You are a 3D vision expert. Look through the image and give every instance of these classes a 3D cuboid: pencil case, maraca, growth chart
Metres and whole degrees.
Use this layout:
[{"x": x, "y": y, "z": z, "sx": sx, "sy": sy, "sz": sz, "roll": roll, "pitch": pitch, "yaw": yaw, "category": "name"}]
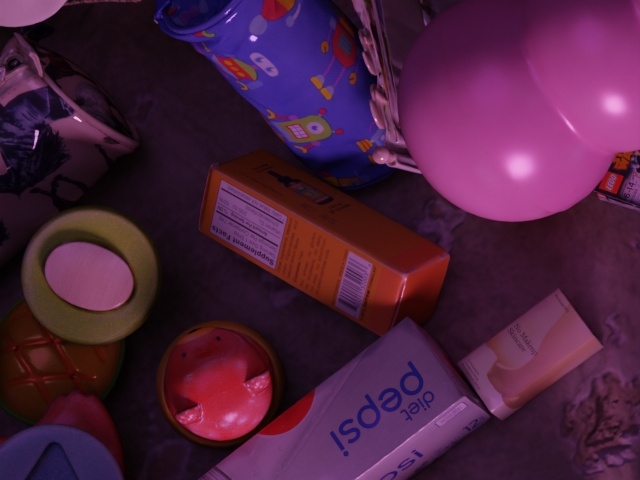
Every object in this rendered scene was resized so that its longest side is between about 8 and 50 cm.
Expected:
[{"x": -0.031, "y": -0.162, "z": 1.715, "sx": 0.133, "sy": 0.306, "sz": 0.119, "roll": -17, "pitch": 54, "yaw": 27, "category": "pencil case"}, {"x": -0.384, "y": -0.033, "z": 1.875, "sx": 0.410, "sy": 0.183, "sz": 0.160, "roll": -40, "pitch": 41, "yaw": 6, "category": "pencil case"}, {"x": -0.245, "y": 0.092, "z": 1.829, "sx": 0.127, "sy": 0.099, "sz": 0.185, "roll": 26, "pitch": 71, "yaw": 1, "category": "maraca"}, {"x": 0.073, "y": -0.167, "z": 1.748, "sx": 0.021, "sy": 0.172, "sz": 0.237, "roll": -15, "pitch": 71, "yaw": 27, "category": "growth chart"}]

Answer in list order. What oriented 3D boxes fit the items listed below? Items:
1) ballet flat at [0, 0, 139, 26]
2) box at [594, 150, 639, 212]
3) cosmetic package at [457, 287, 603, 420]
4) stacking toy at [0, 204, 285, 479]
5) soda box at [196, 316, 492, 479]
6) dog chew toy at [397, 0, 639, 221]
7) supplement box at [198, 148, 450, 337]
[{"x": -0.305, "y": -0.277, "z": 1.844, "sx": 0.483, "sy": 0.164, "sz": 0.182, "roll": 3, "pitch": 47, "yaw": 46, "category": "ballet flat"}, {"x": 0.315, "y": -0.087, "z": 1.704, "sx": 0.094, "sy": 0.027, "sz": 0.137, "roll": 20, "pitch": 82, "yaw": 26, "category": "box"}, {"x": 0.186, "y": 0.101, "z": 1.687, "sx": 0.115, "sy": 0.041, "sz": 0.060, "roll": -39, "pitch": 64, "yaw": 6, "category": "cosmetic package"}, {"x": -0.212, "y": 0.128, "z": 1.707, "sx": 0.309, "sy": 0.130, "sz": 0.279, "roll": -37, "pitch": 92, "yaw": -3, "category": "stacking toy"}, {"x": 0.006, "y": 0.198, "z": 1.700, "sx": 0.286, "sy": 0.091, "sz": 0.098, "roll": -38, "pitch": 64, "yaw": 7, "category": "soda box"}, {"x": 0.230, "y": -0.154, "z": 1.634, "sx": 0.332, "sy": 0.207, "sz": 0.206, "roll": -30, "pitch": 64, "yaw": 28, "category": "dog chew toy"}, {"x": 0.000, "y": 0.000, "z": 1.762, "sx": 0.233, "sy": 0.078, "sz": 0.080, "roll": 32, "pitch": 122, "yaw": 26, "category": "supplement box"}]
